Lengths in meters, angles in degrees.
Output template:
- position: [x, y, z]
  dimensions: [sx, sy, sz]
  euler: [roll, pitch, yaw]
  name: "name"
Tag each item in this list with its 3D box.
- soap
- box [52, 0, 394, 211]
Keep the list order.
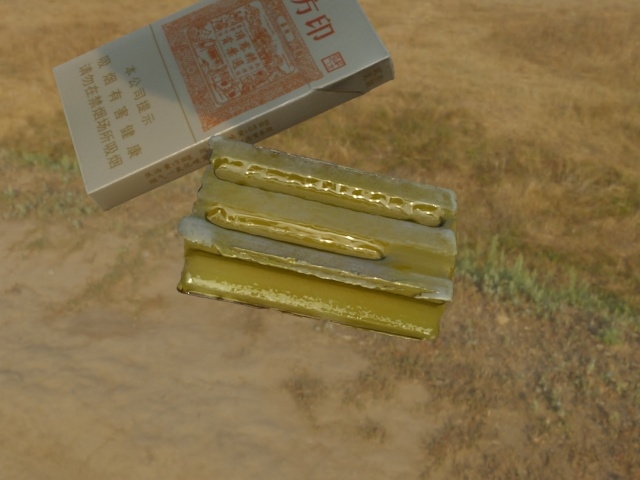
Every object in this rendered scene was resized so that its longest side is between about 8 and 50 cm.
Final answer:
- position: [0.000, -0.001, 0.678]
  dimensions: [0.233, 0.076, 0.135]
  euler: [13, 47, -4]
  name: "soap"
- position: [-0.120, -0.194, 0.907]
  dimensions: [0.365, 0.051, 0.204]
  euler: [-24, 60, -1]
  name: "box"
